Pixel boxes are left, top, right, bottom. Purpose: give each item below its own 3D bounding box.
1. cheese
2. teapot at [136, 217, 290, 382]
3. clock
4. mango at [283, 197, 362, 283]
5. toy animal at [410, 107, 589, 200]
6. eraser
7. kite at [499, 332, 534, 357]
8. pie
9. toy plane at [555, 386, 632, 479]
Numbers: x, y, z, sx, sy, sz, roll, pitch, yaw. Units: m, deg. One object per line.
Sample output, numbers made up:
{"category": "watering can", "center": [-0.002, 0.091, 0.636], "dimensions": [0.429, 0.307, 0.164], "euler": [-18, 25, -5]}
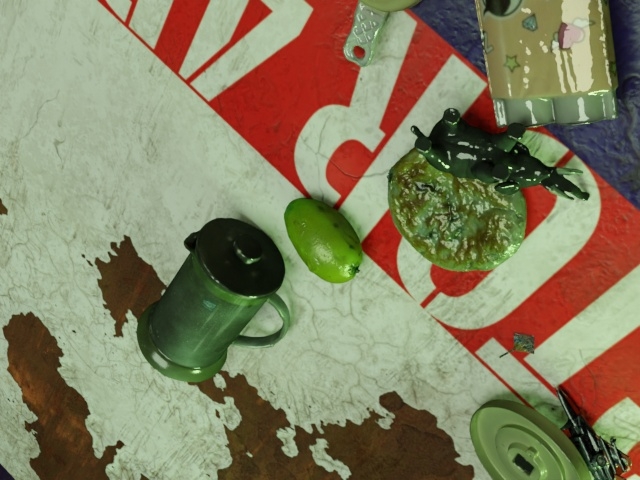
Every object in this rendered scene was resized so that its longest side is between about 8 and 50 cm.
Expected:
{"category": "cheese", "center": [0.074, -0.383, 1.117], "dimensions": [0.163, 0.070, 0.249], "euler": [48, 133, 3]}
{"category": "teapot", "center": [-0.186, 0.124, 1.522], "dimensions": [0.270, 0.200, 0.337], "euler": [28, 131, -13]}
{"category": "clock", "center": [0.353, 0.378, 1.325], "dimensions": [0.235, 0.029, 0.235], "euler": [34, 141, 34]}
{"category": "mango", "center": [-0.001, 0.000, 1.366], "dimensions": [0.178, 0.100, 0.119], "euler": [50, 135, 13]}
{"category": "toy animal", "center": [0.253, -0.113, 1.073], "dimensions": [0.269, 0.137, 0.082], "euler": [20, 90, 10]}
{"category": "eraser", "center": [0.290, -0.296, 0.998], "dimensions": [0.171, 0.087, 0.291], "euler": [3, 117, 40]}
{"category": "kite", "center": [0.325, 0.174, 1.292], "dimensions": [0.078, 0.002, 0.044], "euler": [-15, 105, 40]}
{"category": "pie", "center": [0.209, -0.056, 1.214], "dimensions": [0.240, 0.054, 0.241], "euler": [18, 123, 30]}
{"category": "toy plane", "center": [0.429, 0.326, 1.261], "dimensions": [0.189, 0.061, 0.130], "euler": [54, 149, 1]}
